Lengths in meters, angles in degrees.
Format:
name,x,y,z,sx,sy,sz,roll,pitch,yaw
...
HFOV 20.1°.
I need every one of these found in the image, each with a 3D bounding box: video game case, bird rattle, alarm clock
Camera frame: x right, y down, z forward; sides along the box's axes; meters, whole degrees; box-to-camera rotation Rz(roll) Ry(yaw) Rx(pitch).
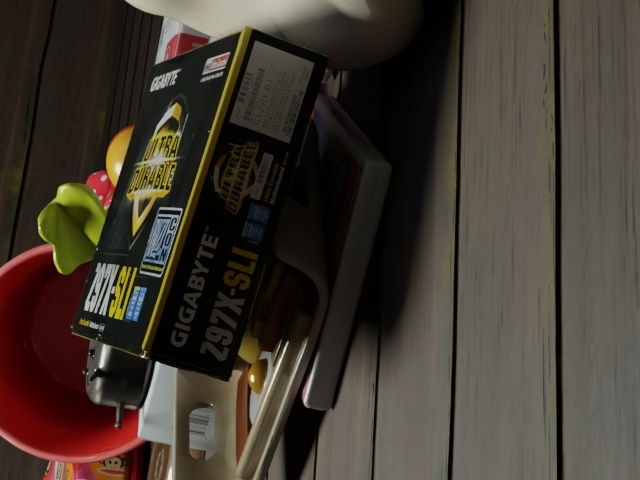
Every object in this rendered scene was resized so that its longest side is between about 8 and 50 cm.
name,x,y,z,sx,sy,sz,roll,pitch,yaw
video game case,0.000,0.000,1.528,0.285,0.025,0.204,-119,42,-72
bird rattle,-0.184,-0.051,1.858,0.207,0.143,0.253,-64,2,14
alarm clock,-0.208,0.098,1.877,0.192,0.064,0.129,-97,20,-62

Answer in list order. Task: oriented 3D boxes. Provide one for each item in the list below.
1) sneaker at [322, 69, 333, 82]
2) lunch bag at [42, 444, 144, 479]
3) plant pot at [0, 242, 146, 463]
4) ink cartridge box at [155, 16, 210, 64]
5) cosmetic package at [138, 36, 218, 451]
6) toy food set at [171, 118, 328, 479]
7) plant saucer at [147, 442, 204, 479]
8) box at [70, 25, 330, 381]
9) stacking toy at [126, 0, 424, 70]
name,x,y,z,sx,sy,sz,roll,pitch,yaw
sneaker,-0.001,-0.167,1.639,0.134,0.051,0.070,-114,29,-67
lunch bag,-0.314,0.394,2.388,0.258,0.120,0.293,-99,24,-57
plant pot,-0.287,0.120,2.233,0.243,0.275,0.275,-97,19,-85
ink cartridge box,-0.115,-0.285,2.113,0.197,0.114,0.273,160,120,-77
cosmetic package,-0.104,-0.018,1.868,0.284,0.097,0.377,-93,18,-57
toy food set,-0.071,0.059,1.515,0.220,0.092,0.306,-94,19,-53
plant saucer,-0.167,0.257,2.037,0.198,0.036,0.199,-169,90,-77
box,-0.107,-0.027,1.469,0.322,0.079,0.257,-177,103,-73
stacking toy,-0.003,-0.406,1.409,0.480,0.350,0.350,-65,9,-12
